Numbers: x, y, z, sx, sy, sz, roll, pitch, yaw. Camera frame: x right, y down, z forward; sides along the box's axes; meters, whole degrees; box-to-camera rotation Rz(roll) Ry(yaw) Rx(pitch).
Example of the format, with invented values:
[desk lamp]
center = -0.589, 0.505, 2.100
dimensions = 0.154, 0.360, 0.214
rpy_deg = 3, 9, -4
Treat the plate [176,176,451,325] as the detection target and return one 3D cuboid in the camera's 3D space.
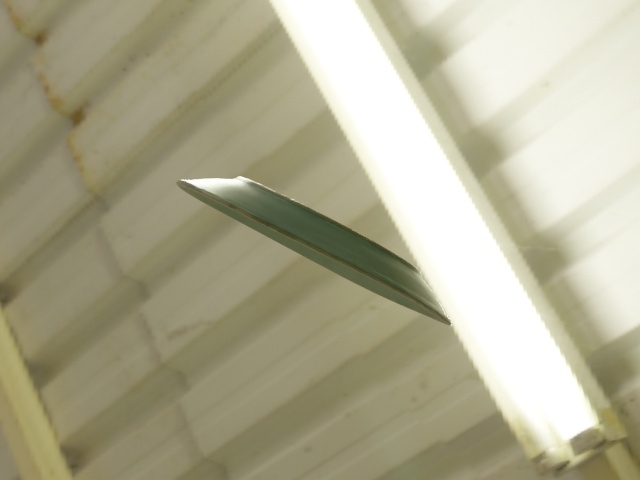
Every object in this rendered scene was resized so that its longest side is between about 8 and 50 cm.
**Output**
[plate]
center = 0.000, 0.000, 0.777
dimensions = 0.188, 0.188, 0.024
rpy_deg = 25, -93, 32
